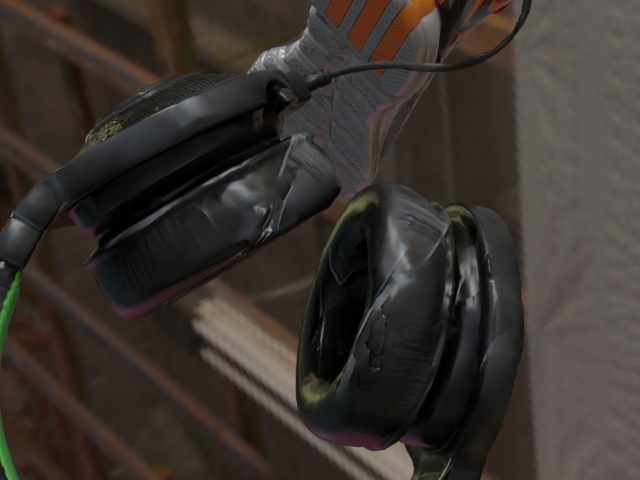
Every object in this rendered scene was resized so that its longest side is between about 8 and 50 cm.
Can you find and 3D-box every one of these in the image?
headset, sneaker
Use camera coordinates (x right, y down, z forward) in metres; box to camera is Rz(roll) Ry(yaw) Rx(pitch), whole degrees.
[{"bbox_3d":[0.000,0.000,0.715,0.243,0.394,0.185,34,-19,-8],"label":"headset"},{"bbox_3d":[0.064,-0.143,1.088,0.124,0.180,0.321,50,-24,0],"label":"sneaker"}]
